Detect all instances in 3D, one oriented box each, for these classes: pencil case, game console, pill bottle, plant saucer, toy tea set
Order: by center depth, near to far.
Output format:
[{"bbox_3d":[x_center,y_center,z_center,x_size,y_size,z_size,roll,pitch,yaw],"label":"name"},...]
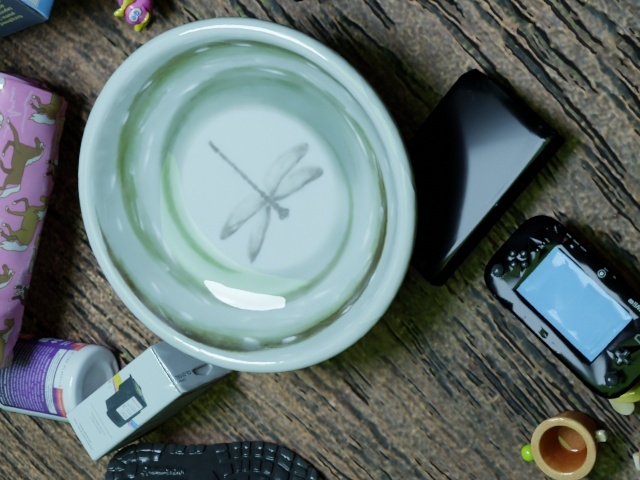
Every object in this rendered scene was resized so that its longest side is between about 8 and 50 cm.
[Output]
[{"bbox_3d":[0.221,0.002,1.294,0.361,0.044,0.213,46,111,23],"label":"game console"},{"bbox_3d":[0.294,0.260,1.302,0.200,0.124,0.336,39,115,15],"label":"toy tea set"},{"bbox_3d":[-0.075,-0.053,1.375,0.400,0.100,0.401,5,107,18],"label":"plant saucer"},{"bbox_3d":[-0.435,-0.024,1.553,0.167,0.160,0.386,10,89,67],"label":"pencil case"},{"bbox_3d":[-0.377,0.182,1.643,0.193,0.108,0.108,6,103,26],"label":"pill bottle"}]

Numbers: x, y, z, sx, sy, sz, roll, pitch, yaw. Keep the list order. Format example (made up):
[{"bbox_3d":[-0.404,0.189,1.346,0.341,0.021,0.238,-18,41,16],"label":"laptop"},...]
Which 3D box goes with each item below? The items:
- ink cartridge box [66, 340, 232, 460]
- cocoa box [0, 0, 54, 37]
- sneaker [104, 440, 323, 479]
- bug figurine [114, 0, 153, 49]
[{"bbox_3d":[-0.214,0.192,1.549,0.175,0.127,0.072,-39,80,27],"label":"ink cartridge box"},{"bbox_3d":[-0.469,-0.367,1.426,0.347,0.228,0.232,-8,61,42],"label":"cocoa box"},{"bbox_3d":[-0.125,0.328,1.566,0.283,0.107,0.124,4,139,14],"label":"sneaker"},{"bbox_3d":[-0.165,-0.296,1.422,0.279,0.072,0.216,-53,55,26],"label":"bug figurine"}]
